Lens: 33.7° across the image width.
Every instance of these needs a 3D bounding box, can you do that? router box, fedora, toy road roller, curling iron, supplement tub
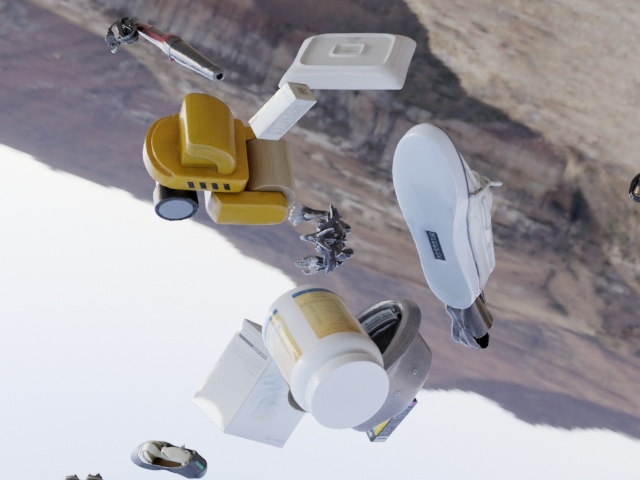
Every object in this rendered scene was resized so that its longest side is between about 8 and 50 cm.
[{"bbox_3d":[0.115,0.305,2.183,0.046,0.133,0.179,6,-139,-38],"label":"router box"},{"bbox_3d":[0.087,0.228,1.800,0.124,0.275,0.243,49,157,-18],"label":"fedora"},{"bbox_3d":[-0.199,-0.175,2.181,0.329,0.203,0.240,2,149,-17],"label":"toy road roller"},{"bbox_3d":[-0.214,-0.261,1.470,0.274,0.068,0.035,30,152,42],"label":"curling iron"},{"bbox_3d":[0.007,0.172,1.580,0.144,0.144,0.200,20,-160,-32],"label":"supplement tub"}]

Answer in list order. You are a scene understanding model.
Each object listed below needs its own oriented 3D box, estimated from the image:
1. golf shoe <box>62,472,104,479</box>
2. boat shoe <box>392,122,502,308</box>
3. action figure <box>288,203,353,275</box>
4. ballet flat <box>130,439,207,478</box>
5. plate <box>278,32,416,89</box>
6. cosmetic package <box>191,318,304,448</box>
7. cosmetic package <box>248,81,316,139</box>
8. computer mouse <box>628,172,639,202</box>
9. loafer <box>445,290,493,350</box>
[{"bbox_3d":[-0.444,0.570,2.021,0.105,0.273,0.120,-9,-143,3],"label":"golf shoe"},{"bbox_3d":[0.234,-0.065,1.756,0.136,0.156,0.367,16,139,40],"label":"boat shoe"},{"bbox_3d":[0.000,0.000,2.443,0.141,0.164,0.275,-2,178,10],"label":"action figure"},{"bbox_3d":[-0.330,0.454,2.238,0.203,0.074,0.074,7,175,31],"label":"ballet flat"},{"bbox_3d":[0.065,-0.415,2.397,0.277,0.045,0.278,2,-149,12],"label":"plate"},{"bbox_3d":[-0.128,0.327,2.379,0.138,0.225,0.224,37,-175,38],"label":"cosmetic package"},{"bbox_3d":[-0.068,-0.230,1.884,0.060,0.115,0.041,-1,-123,-52],"label":"cosmetic package"},{"bbox_3d":[0.599,-0.170,1.878,0.071,0.242,0.041,18,153,11],"label":"computer mouse"},{"bbox_3d":[0.292,0.136,1.988,0.078,0.080,0.220,30,160,27],"label":"loafer"}]
